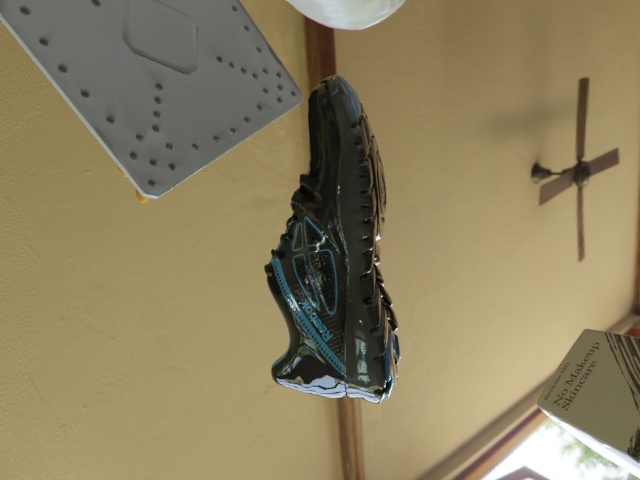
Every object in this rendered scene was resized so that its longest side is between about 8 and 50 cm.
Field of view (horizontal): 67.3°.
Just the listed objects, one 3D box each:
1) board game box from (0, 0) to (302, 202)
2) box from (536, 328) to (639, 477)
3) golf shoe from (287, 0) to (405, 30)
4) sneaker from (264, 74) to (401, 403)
[{"bbox_3d":[-0.250,-0.303,0.735,0.390,0.050,0.390,54,-134,-11],"label":"board game box"},{"bbox_3d":[0.306,0.155,0.398,0.094,0.275,0.113,36,-96,0],"label":"box"},{"bbox_3d":[-0.069,-0.251,0.285,0.306,0.140,0.115,26,-96,2],"label":"golf shoe"},{"bbox_3d":[0.000,0.000,0.506,0.125,0.139,0.342,2,-95,-72],"label":"sneaker"}]
